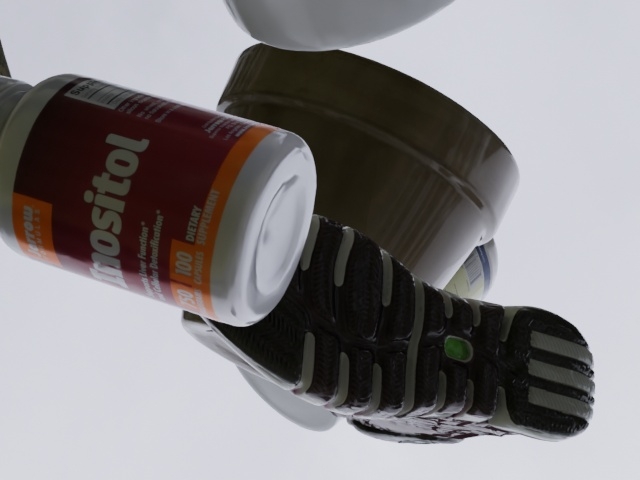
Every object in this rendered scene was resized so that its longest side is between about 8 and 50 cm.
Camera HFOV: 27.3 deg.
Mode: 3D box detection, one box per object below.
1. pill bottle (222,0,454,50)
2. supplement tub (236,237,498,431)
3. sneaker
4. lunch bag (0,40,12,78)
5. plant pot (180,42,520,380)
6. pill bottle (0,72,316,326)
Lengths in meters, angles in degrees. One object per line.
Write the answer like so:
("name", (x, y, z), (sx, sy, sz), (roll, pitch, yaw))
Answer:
("pill bottle", (-0.025, -0.198, 0.418), (0.152, 0.272, 0.152), (-12, -137, 12))
("supplement tub", (0.053, 0.072, 1.728), (0.235, 0.235, 0.325), (21, -130, 40))
("sneaker", (0.018, 0.077, 0.814), (0.162, 0.281, 0.106), (-27, -134, 55))
("lunch bag", (-0.415, -0.133, 1.142), (0.169, 0.287, 0.235), (-20, -94, 34))
("plant pot", (0.000, 0.000, 1.334), (0.323, 0.323, 0.280), (14, -108, 38))
("pill bottle", (-0.086, -0.023, 0.570), (0.152, 0.086, 0.086), (16, -111, 17))
